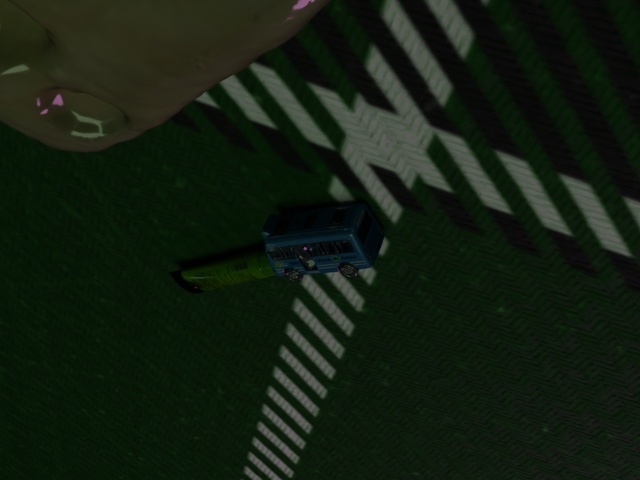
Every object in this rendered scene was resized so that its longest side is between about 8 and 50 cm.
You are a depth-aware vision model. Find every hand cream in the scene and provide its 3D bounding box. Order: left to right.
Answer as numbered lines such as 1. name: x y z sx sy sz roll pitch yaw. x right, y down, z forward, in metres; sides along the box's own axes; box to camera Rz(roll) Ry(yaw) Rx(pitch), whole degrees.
1. hand cream: -0.072 0.025 0.795 0.122 0.023 0.036 -15 142 42

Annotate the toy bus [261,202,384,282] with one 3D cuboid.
1. toy bus: 0.000 0.000 0.712 0.083 0.038 0.046 -6 132 31

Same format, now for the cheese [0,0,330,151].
1. cheese: -0.135 -0.202 0.440 0.328 0.129 0.351 -14 133 42
